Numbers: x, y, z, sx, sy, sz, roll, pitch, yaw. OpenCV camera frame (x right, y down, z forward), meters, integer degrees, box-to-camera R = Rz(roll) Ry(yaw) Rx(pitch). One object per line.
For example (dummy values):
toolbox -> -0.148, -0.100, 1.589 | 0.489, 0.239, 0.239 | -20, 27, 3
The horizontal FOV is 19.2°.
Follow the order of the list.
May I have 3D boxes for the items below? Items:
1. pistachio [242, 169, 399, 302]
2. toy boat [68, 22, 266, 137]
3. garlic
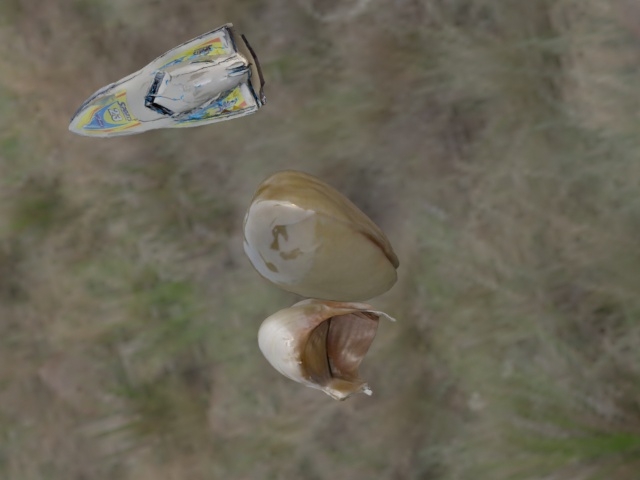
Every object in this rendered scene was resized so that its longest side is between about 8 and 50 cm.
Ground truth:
pistachio -> 0.000, 0.000, 1.773 | 0.126, 0.185, 0.108 | -10, 61, 38
toy boat -> -0.145, -0.134, 1.752 | 0.210, 0.066, 0.084 | -18, 106, 22
garlic -> 0.003, 0.106, 2.051 | 0.124, 0.174, 0.099 | 26, 104, 28
